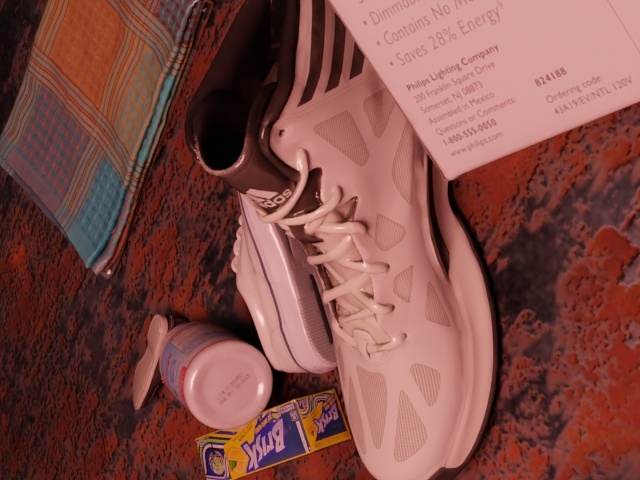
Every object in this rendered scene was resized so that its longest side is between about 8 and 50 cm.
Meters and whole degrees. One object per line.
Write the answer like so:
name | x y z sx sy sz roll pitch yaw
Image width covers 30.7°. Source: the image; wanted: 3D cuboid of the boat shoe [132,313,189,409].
boat shoe | -0.180 0.137 1.301 0.046 0.038 0.125 52 128 53

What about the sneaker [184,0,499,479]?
sneaker | -0.001 0.000 0.947 0.169 0.258 0.447 -3 92 46

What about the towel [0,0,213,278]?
towel | -0.266 -0.179 1.357 0.271 0.040 0.370 45 123 32

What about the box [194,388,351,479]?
box | -0.050 0.198 1.158 0.169 0.059 0.054 -29 76 43

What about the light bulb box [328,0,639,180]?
light bulb box | 0.152 -0.282 0.685 0.358 0.225 0.361 -22 108 44

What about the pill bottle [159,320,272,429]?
pill bottle | -0.112 0.129 1.169 0.160 0.087 0.087 -163 72 -68

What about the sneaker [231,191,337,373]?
sneaker | -0.049 0.006 1.113 0.091 0.094 0.258 -18 82 41
